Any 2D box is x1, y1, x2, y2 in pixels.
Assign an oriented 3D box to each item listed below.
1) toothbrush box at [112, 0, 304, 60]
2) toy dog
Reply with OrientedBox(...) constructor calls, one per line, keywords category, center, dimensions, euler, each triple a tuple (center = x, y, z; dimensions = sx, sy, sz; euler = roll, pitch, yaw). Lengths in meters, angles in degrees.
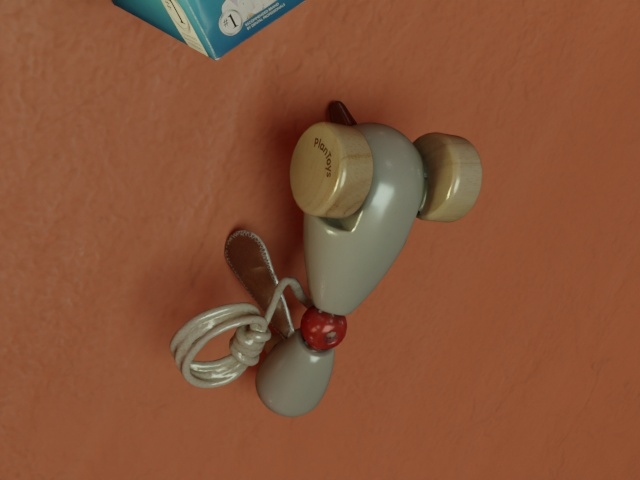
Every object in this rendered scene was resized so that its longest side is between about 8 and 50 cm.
OrientedBox(category="toothbrush box", center=(-0.128, -0.294, 0.630), dimensions=(0.126, 0.216, 0.295), euler=(-37, 125, -12))
OrientedBox(category="toy dog", center=(0.000, 0.000, 0.918), dimensions=(0.220, 0.161, 0.334), euler=(29, 111, -40))
